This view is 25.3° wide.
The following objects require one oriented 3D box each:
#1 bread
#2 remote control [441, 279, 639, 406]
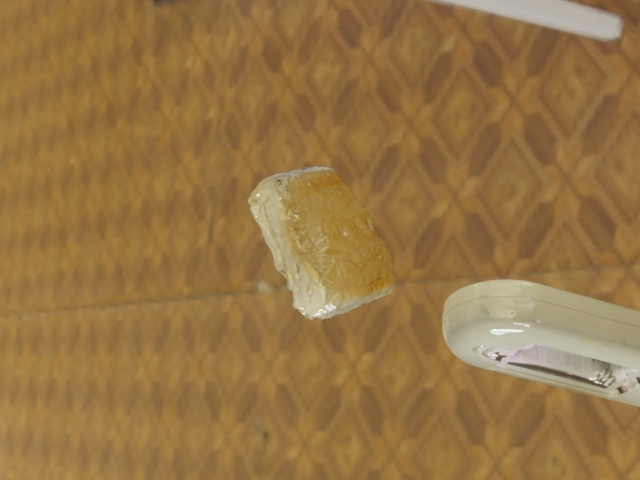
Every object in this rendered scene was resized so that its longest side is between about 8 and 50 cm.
[{"bbox_3d":[0.000,0.000,0.753,0.035,0.070,0.083,-29,87,34],"label":"bread"},{"bbox_3d":[0.177,0.071,0.890,0.078,0.221,0.042,-44,36,53],"label":"remote control"}]
